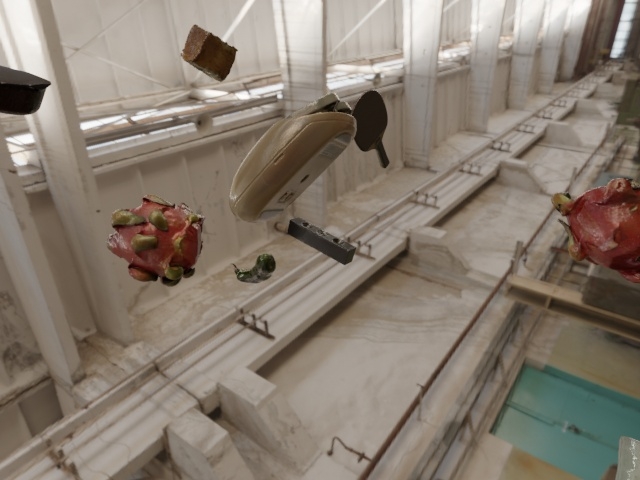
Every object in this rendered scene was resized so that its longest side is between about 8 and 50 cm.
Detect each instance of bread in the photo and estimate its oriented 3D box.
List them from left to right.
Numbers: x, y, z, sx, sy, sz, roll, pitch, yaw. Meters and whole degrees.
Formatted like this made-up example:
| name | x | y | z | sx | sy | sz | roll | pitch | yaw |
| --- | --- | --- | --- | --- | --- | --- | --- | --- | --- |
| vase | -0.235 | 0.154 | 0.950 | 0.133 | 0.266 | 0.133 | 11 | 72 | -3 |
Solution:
| name | x | y | z | sx | sy | sz | roll | pitch | yaw |
| --- | --- | --- | --- | --- | --- | --- | --- | --- | --- |
| bread | -0.209 | -0.348 | 0.857 | 0.083 | 0.077 | 0.070 | 21 | -78 | -51 |

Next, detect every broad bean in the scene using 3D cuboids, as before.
| name | x | y | z | sx | sy | sz | roll | pitch | yaw |
| --- | --- | --- | --- | --- | --- | --- | --- | --- | --- |
| broad bean | -0.143 | 0.065 | 1.010 | 0.069 | 0.227 | 0.039 | 43 | -118 | -16 |

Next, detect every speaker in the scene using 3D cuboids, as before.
| name | x | y | z | sx | sy | sz | roll | pitch | yaw |
| --- | --- | --- | --- | --- | --- | --- | --- | --- | --- |
| speaker | 0.000 | 0.000 | 1.197 | 0.040 | 0.191 | 0.046 | -23 | -45 | -53 |

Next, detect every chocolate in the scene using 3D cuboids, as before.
| name | x | y | z | sx | sy | sz | roll | pitch | yaw |
| --- | --- | --- | --- | --- | --- | --- | --- | --- | --- |
| chocolate | -0.632 | -0.292 | 0.923 | 0.149 | 0.125 | 0.080 | 11 | -61 | -18 |

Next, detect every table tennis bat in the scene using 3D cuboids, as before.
| name | x | y | z | sx | sy | sz | roll | pitch | yaw |
| --- | --- | --- | --- | --- | --- | --- | --- | --- | --- |
| table tennis bat | 0.158 | -0.318 | 1.364 | 0.154 | 0.021 | 0.274 | -51 | -40 | -17 |

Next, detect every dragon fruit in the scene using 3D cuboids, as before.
| name | x | y | z | sx | sy | sz | roll | pitch | yaw |
| --- | --- | --- | --- | --- | --- | --- | --- | --- | --- |
| dragon fruit | -0.438 | -0.002 | 1.222 | 0.243 | 0.307 | 0.227 | 24 | -101 | -22 |
| dragon fruit | 0.316 | -0.003 | 0.481 | 0.126 | 0.112 | 0.068 | 39 | -121 | -15 |

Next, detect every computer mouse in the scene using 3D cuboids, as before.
| name | x | y | z | sx | sy | sz | roll | pitch | yaw |
| --- | --- | --- | --- | --- | --- | --- | --- | --- | --- |
| computer mouse | -0.046 | -0.122 | 0.695 | 0.236 | 0.082 | 0.145 | -45 | -9 | 18 |

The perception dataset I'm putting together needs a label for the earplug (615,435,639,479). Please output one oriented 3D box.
| name | x | y | z | sx | sy | sz | roll | pitch | yaw |
| --- | --- | --- | --- | --- | --- | --- | --- | --- | --- |
| earplug | 0.599 | 0.552 | 0.830 | 0.323 | 0.185 | 0.185 | -64 | -32 | -11 |
